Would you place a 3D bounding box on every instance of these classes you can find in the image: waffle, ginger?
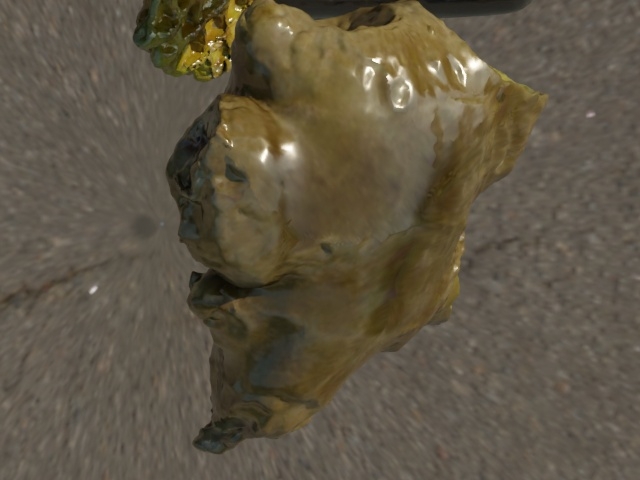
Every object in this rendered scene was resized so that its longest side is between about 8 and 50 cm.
[{"bbox_3d":[-0.088,-0.258,1.594,0.058,0.243,0.238,25,96,20],"label":"waffle"},{"bbox_3d":[0.000,0.000,0.935,0.219,0.123,0.270,21,92,-44],"label":"ginger"}]

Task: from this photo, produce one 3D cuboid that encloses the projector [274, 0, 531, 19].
[{"bbox_3d":[0.044,-0.420,1.206,0.242,0.405,0.395,2,46,18],"label":"projector"}]
